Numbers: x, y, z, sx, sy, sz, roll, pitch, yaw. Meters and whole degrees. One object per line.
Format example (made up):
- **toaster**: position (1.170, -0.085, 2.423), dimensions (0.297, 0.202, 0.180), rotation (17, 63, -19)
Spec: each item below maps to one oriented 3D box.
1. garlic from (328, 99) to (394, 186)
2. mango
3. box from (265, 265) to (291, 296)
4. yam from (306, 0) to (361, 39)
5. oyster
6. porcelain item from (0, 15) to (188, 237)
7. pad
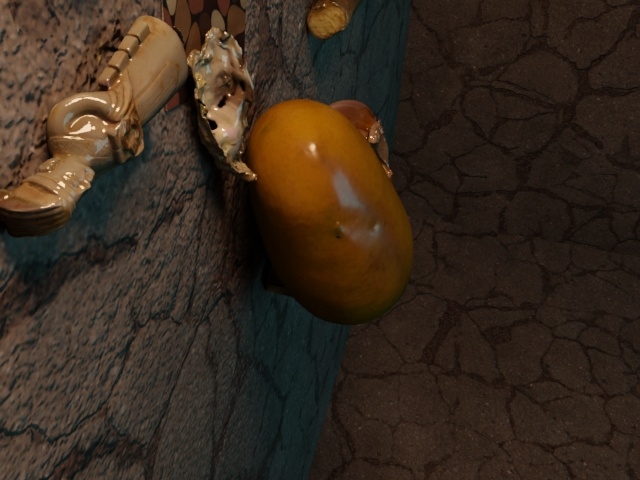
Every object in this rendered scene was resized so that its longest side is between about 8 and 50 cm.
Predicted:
- **garlic**: position (0.066, -0.180, 1.307), dimensions (0.214, 0.191, 0.160), rotation (53, 44, -49)
- **mango**: position (0.011, -0.039, 0.972), dimensions (0.445, 0.232, 0.299), rotation (59, 14, -60)
- **box**: position (0.000, 0.000, 1.222), dimensions (0.071, 0.160, 0.240), rotation (105, 1, -70)
- **yam**: position (0.052, -0.492, 1.244), dimensions (0.356, 0.081, 0.081), rotation (-70, 167, -48)
- **oyster**: position (-0.121, -0.145, 0.729), dimensions (0.106, 0.061, 0.199), rotation (-35, 142, -44)
- **porcelain item**: position (-0.167, -0.087, 0.484), dimensions (0.084, 0.054, 0.213), rotation (87, 17, -48)
- **pad**: position (-0.123, -0.250, 0.703), dimensions (0.235, 0.003, 0.158), rotation (-62, 161, -59)
